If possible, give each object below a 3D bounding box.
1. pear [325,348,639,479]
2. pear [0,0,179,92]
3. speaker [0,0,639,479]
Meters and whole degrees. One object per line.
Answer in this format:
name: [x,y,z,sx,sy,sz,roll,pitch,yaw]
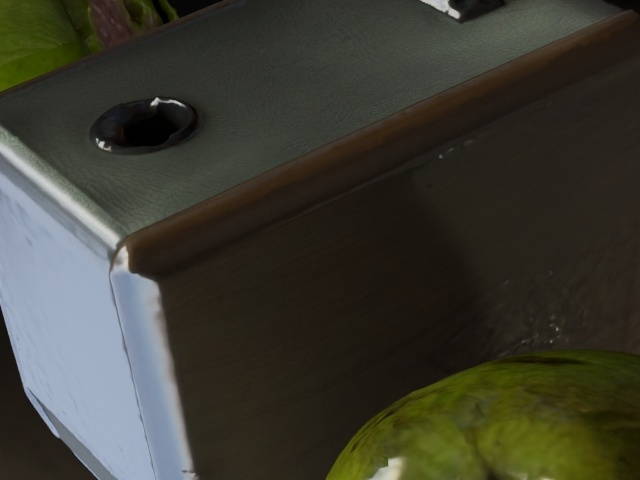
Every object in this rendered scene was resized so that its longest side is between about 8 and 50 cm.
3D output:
pear: [0.092,0.140,0.626,0.269,0.212,0.212,61,-153,-53]
pear: [-0.186,-0.080,0.936,0.187,0.220,0.187,45,-143,-48]
speaker: [0.000,0.000,0.744,0.231,0.192,0.153,-26,-142,-24]
